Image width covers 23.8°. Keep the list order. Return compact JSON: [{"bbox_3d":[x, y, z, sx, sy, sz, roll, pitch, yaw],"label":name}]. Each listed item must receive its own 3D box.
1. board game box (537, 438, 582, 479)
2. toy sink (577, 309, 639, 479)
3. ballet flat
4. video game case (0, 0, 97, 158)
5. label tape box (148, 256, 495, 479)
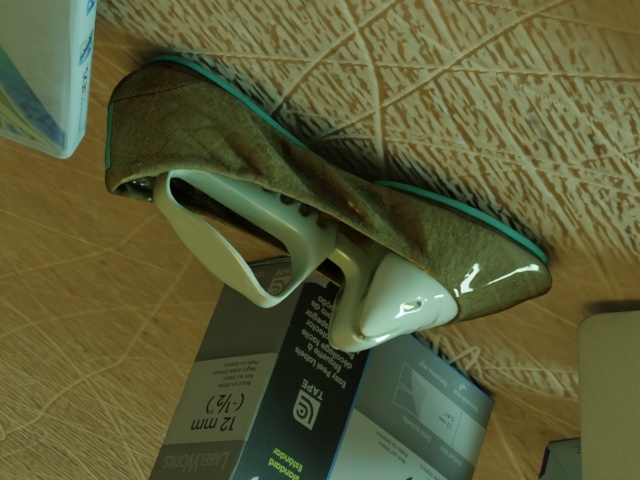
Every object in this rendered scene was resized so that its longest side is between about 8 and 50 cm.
[{"bbox_3d":[0.325,0.296,1.342,0.275,0.142,0.144,36,148,-27],"label":"board game box"},{"bbox_3d":[0.289,0.169,1.125,0.152,0.234,0.131,-7,172,34],"label":"toy sink"},{"bbox_3d":[0.000,0.000,1.042,0.342,0.124,0.116,29,151,-17],"label":"ballet flat"},{"bbox_3d":[-0.281,-0.208,0.864,0.329,0.036,0.300,20,140,4],"label":"video game case"},{"bbox_3d":[-0.013,0.224,1.205,0.115,0.348,0.249,-12,139,43],"label":"label tape box"}]
